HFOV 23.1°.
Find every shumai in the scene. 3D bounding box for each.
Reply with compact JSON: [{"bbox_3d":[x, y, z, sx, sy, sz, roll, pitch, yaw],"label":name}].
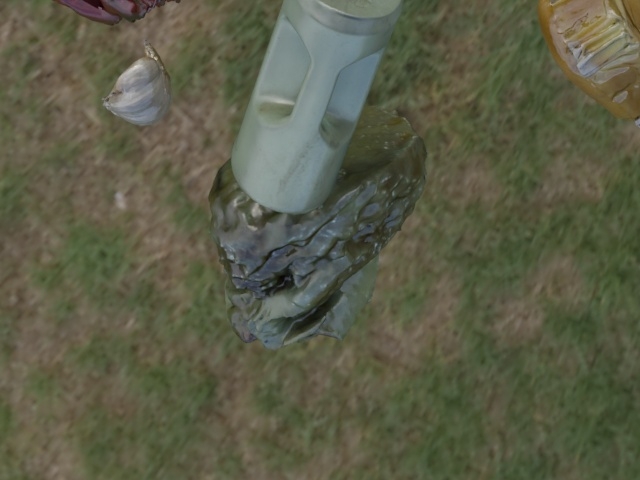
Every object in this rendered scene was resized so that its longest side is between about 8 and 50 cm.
[{"bbox_3d":[0.000,-0.002,1.439,0.189,0.256,0.218,8,116,14],"label":"shumai"}]

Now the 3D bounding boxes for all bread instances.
[{"bbox_3d":[0.341,-0.225,1.824,0.107,0.241,0.136,-28,63,24],"label":"bread"}]

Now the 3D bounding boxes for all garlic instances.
[{"bbox_3d":[-0.226,-0.184,1.968,0.074,0.094,0.113,52,175,31],"label":"garlic"}]

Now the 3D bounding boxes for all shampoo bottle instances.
[{"bbox_3d":[0.003,-0.143,1.183,0.087,0.118,0.234,18,126,-5],"label":"shampoo bottle"}]

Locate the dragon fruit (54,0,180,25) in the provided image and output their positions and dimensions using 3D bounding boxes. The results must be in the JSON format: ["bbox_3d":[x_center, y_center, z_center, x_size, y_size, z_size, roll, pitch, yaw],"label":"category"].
[{"bbox_3d":[-0.073,-0.150,0.527,0.120,0.127,0.161,35,164,-13],"label":"dragon fruit"}]
